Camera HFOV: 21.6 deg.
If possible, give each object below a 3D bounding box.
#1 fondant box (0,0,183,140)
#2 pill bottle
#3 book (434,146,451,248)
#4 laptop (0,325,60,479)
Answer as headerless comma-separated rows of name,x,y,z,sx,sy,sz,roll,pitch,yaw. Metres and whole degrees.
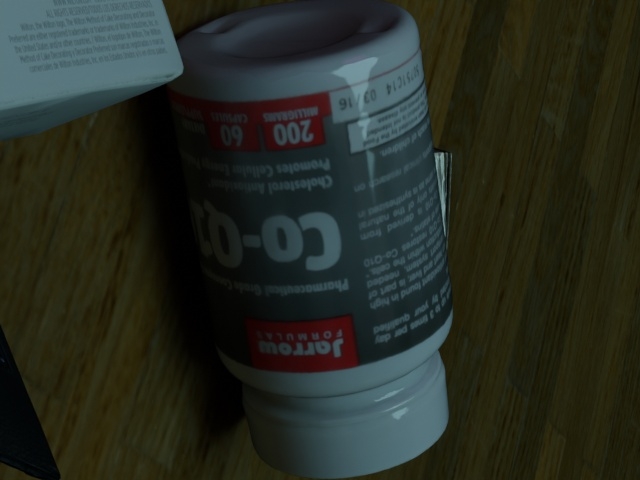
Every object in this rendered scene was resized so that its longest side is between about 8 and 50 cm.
fondant box,-0.203,-0.194,0.659,0.238,0.096,0.330,-20,93,-59
pill bottle,0.000,0.000,1.081,0.161,0.161,0.283,-41,128,-52
book,0.052,-0.025,1.216,0.035,0.144,0.096,-5,102,-17
laptop,-0.180,-0.056,0.765,0.234,0.136,0.264,39,18,-55
